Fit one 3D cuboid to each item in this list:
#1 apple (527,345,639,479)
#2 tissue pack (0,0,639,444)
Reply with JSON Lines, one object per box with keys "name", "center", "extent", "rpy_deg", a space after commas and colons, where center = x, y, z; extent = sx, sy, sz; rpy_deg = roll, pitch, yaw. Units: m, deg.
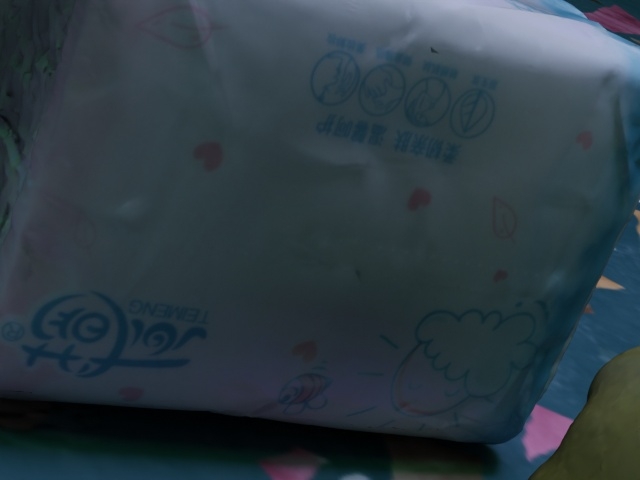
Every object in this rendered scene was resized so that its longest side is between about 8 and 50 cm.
{"name": "apple", "center": [0.160, 0.113, 0.426], "extent": [0.200, 0.200, 0.200], "rpy_deg": [21, 22, -9]}
{"name": "tissue pack", "center": [-0.007, -0.028, 0.552], "extent": [0.271, 0.201, 0.124], "rpy_deg": [10, 19, -32]}
